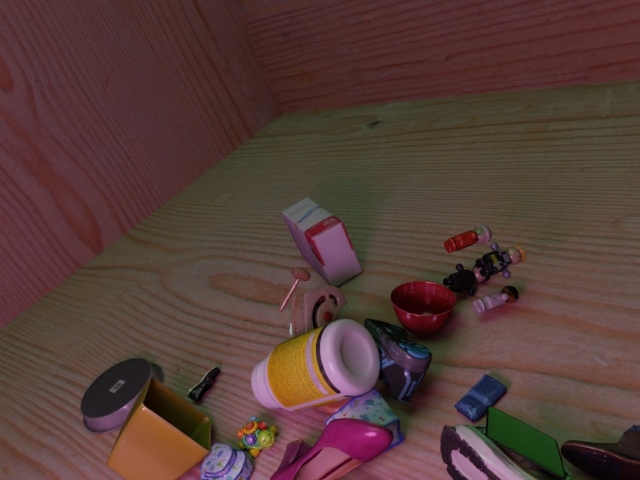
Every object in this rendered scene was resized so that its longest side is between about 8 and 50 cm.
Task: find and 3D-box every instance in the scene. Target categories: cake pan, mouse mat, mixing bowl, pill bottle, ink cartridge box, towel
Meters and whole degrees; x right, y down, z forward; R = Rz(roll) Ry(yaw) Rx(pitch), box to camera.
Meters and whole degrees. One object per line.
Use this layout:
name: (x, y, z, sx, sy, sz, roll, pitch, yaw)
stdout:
cake pan: (-0.662, 0.500, 1.839, 0.293, 0.054, 0.293, -18, 30, 11)
mouse mat: (0.392, 0.385, 1.077, 0.153, 0.007, 0.190, 26, 9, 15)
mixing bowl: (0.285, 0.200, 1.559, 0.182, 0.098, 0.181, -1, 26, 1)
pill bottle: (-0.024, 0.334, 1.436, 0.334, 0.188, 0.188, -29, 21, 39)
ink cartridge box: (0.000, 0.000, 1.988, 0.131, 0.226, 0.306, -30, 30, -10)
towel: (0.377, 0.370, 1.308, 0.119, 0.029, 0.067, -36, 32, -20)

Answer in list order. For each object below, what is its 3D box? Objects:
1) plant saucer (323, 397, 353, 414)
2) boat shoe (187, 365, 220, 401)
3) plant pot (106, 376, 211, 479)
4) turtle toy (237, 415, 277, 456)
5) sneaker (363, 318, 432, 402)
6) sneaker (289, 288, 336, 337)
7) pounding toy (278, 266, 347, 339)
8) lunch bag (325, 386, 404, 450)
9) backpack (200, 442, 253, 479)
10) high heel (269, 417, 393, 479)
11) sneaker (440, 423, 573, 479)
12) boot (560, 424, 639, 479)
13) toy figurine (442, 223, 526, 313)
plant saucer: (0.045, 0.425, 1.480, 0.084, 0.013, 0.083, -19, 30, 11)
boat shoe: (-0.352, 0.444, 1.716, 0.042, 0.048, 0.133, 26, 43, 20)
plant pot: (-0.428, 0.521, 1.451, 0.187, 0.212, 0.212, -51, 11, -4)
turtle toy: (-0.163, 0.506, 1.447, 0.130, 0.066, 0.095, 9, 44, 45)
sneaker: (0.176, 0.301, 1.464, 0.125, 0.139, 0.341, 15, 6, -10)
sneaker: (-0.014, 0.241, 1.758, 0.095, 0.090, 0.235, 8, 43, 29)
pounding toy: (-0.024, 0.222, 1.685, 0.155, 0.154, 0.269, -25, 60, 50)
lunch bag: (0.101, 0.445, 1.323, 0.151, 0.096, 0.129, -21, 28, -15)
backpack: (-0.235, 0.566, 1.386, 0.114, 0.084, 0.105, -2, 38, 30)
high heel: (0.014, 0.498, 1.173, 0.377, 0.127, 0.181, -43, 20, 46)
sneaker: (0.423, 0.454, 1.046, 0.182, 0.158, 0.410, -19, 30, -27)
boot: (0.580, 0.404, 1.060, 0.219, 0.082, 0.106, 10, 32, 25)
toy figurine: (0.456, 0.079, 1.547, 0.148, 0.213, 0.209, -17, 29, -21)
